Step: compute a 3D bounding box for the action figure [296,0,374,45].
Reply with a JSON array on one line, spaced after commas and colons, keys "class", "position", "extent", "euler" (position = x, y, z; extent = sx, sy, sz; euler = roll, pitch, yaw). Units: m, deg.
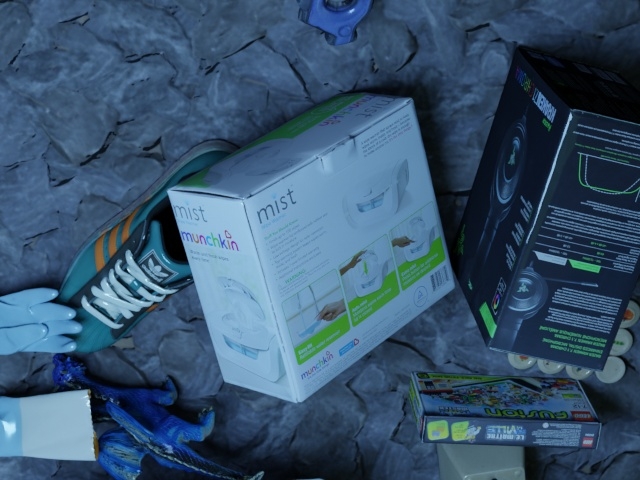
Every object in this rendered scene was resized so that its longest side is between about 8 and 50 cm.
[{"class": "action figure", "position": [-0.003, -0.378, 1.340], "extent": [0.330, 0.178, 0.341], "euler": [13, 135, -15]}]

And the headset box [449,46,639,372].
[{"class": "headset box", "position": [0.248, -0.030, 1.456], "extent": [0.131, 0.246, 0.283], "euler": [12, 111, -10]}]

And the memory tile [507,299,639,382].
[{"class": "memory tile", "position": [0.302, 0.113, 1.641], "extent": [0.148, 0.012, 0.113], "euler": [9, 111, -9]}]

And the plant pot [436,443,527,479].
[{"class": "plant pot", "position": [0.202, 0.286, 1.656], "extent": [0.109, 0.096, 0.109], "euler": [-8, 113, -1]}]

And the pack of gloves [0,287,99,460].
[{"class": "pack of gloves", "position": [-0.356, 0.147, 1.553], "extent": [0.232, 0.046, 0.195], "euler": [-2, 97, 19]}]

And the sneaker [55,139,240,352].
[{"class": "sneaker", "position": [-0.192, 0.020, 1.505], "extent": [0.108, 0.121, 0.302], "euler": [38, 104, -17]}]

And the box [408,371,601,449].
[{"class": "box", "position": [0.214, 0.199, 1.614], "extent": [0.207, 0.114, 0.036], "euler": [3, 111, -6]}]

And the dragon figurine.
[{"class": "dragon figurine", "position": [-0.199, 0.220, 1.543], "extent": [0.144, 0.289, 0.085], "euler": [-4, 121, -44]}]

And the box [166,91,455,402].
[{"class": "box", "position": [0.000, 0.000, 1.437], "extent": [0.262, 0.127, 0.231], "euler": [-34, 118, -37]}]

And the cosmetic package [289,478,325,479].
[{"class": "cosmetic package", "position": [-0.146, 0.512, 1.510], "extent": [0.327, 0.329, 0.393], "euler": [-2, 139, -9]}]
